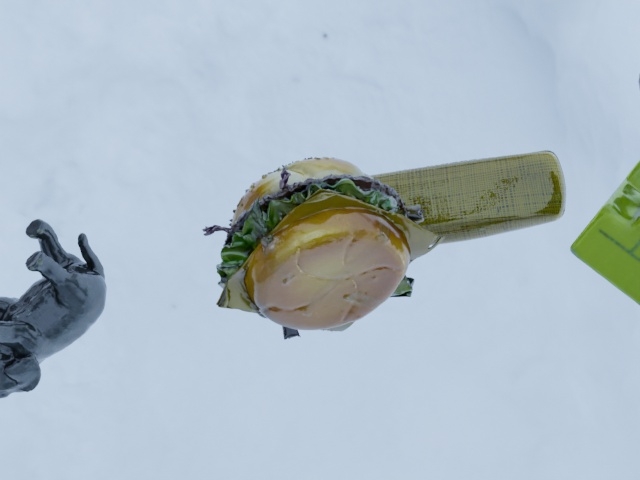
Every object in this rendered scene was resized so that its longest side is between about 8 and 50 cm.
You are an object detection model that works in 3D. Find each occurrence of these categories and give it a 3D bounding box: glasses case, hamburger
[{"bbox_3d":[0.121,-0.036,1.042,0.234,0.064,0.079,-8,85,16],"label":"glasses case"},{"bbox_3d":[0.001,0.003,0.875,0.164,0.189,0.093,-37,45,20],"label":"hamburger"}]

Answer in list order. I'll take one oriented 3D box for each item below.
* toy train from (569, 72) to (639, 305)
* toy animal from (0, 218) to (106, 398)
[{"bbox_3d":[0.414,0.027,0.854,0.442,0.179,0.272,39,128,10],"label":"toy train"},{"bbox_3d":[-0.332,0.101,1.130,0.269,0.137,0.082,-51,44,-6],"label":"toy animal"}]
